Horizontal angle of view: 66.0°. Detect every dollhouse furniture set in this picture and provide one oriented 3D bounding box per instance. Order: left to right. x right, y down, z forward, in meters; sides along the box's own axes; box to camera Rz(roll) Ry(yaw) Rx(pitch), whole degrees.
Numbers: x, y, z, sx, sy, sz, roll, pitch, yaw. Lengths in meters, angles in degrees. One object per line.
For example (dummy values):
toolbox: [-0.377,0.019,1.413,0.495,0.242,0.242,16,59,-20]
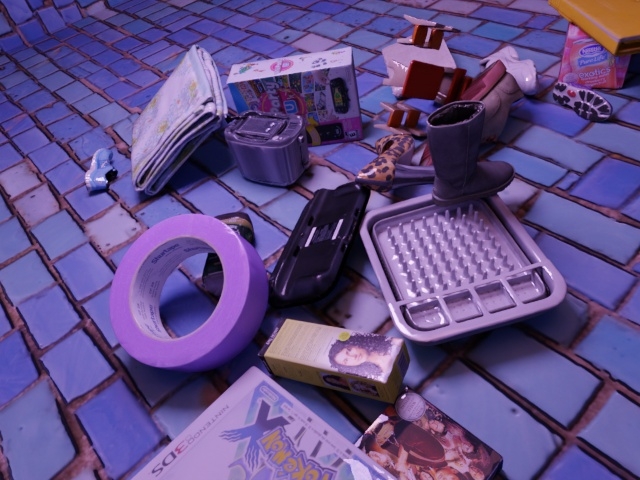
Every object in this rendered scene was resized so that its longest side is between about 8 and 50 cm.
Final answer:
dollhouse furniture set: [0.279,-0.384,1.204,0.135,0.262,0.259,31,29,34]

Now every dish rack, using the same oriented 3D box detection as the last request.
dish rack: [0.240,0.041,0.903,0.286,0.072,0.332,-16,44,0]

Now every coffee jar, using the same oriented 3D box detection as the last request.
coffee jar: [-0.188,0.021,1.027,0.096,0.079,0.184,-11,44,5]

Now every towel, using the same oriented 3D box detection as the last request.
towel: [-0.394,-0.330,1.322,0.320,0.090,0.374,-41,41,18]
towel: [0.284,-0.524,1.448,0.187,0.049,0.282,-19,43,18]

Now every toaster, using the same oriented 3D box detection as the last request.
toaster: [-0.132,-0.226,1.209,0.227,0.146,0.129,12,49,24]

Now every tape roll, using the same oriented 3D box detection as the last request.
tape roll: [-0.236,0.094,0.888,0.275,0.090,0.274,-6,68,15]

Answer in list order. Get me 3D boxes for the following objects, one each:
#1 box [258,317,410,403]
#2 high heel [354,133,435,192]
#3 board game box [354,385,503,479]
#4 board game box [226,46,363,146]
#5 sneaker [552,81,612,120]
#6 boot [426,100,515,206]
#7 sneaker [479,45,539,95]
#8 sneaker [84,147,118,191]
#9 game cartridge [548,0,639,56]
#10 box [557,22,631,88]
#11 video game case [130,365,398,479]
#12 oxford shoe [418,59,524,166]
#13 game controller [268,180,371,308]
box: [0.019,0.188,0.795,0.232,0.058,0.087,2,42,31]
high heel: [0.124,-0.181,1.091,0.186,0.093,0.261,-6,29,-20]
board game box: [0.106,0.337,0.664,0.165,0.042,0.243,31,60,36]
board game box: [-0.055,-0.350,1.260,0.304,0.224,0.097,-5,47,10]
sneaker: [0.643,-0.348,1.191,0.071,0.068,0.170,-17,43,-11]
boot: [0.281,-0.167,0.904,0.190,0.208,0.076,-23,45,-9]
sneaker: [0.493,-0.434,1.311,0.115,0.090,0.232,-19,35,5]
sneaker: [-0.598,-0.193,1.373,0.073,0.063,0.162,2,49,-8]
game cartridge: [0.750,-0.551,1.179,0.286,0.052,0.323,-10,44,-1]
box: [0.731,-0.540,1.301,0.154,0.142,0.300,12,50,22]
video game case: [-0.106,0.351,0.666,0.300,0.036,0.329,-41,39,-24]
oxford shoe: [0.358,-0.261,1.141,0.130,0.123,0.348,40,79,-7]
game controller: [0.000,0.000,0.990,0.167,0.067,0.319,-7,43,32]
